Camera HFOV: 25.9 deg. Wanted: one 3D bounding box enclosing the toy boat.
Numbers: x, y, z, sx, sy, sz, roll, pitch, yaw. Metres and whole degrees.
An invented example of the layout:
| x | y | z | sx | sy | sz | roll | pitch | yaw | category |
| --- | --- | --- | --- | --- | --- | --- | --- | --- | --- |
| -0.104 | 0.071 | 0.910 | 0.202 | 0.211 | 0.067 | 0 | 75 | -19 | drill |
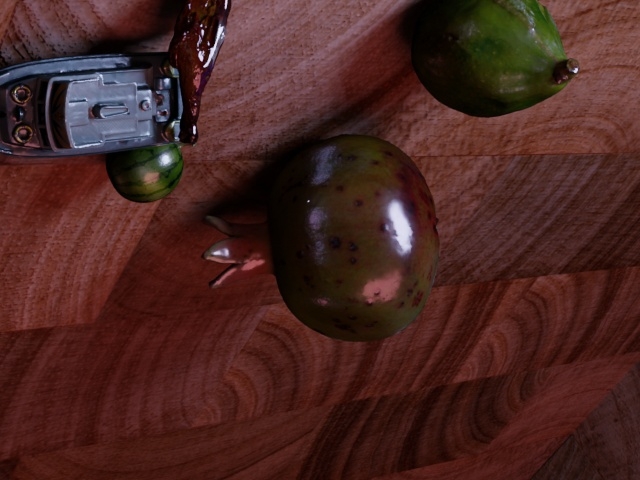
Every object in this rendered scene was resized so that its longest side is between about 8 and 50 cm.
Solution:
| x | y | z | sx | sy | sz | roll | pitch | yaw | category |
| --- | --- | --- | --- | --- | --- | --- | --- | --- | --- |
| -0.276 | -0.152 | 1.575 | 0.296 | 0.122 | 0.114 | -10 | 107 | -37 | toy boat |

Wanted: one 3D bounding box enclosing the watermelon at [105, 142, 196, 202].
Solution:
| x | y | z | sx | sy | sz | roll | pitch | yaw | category |
| --- | --- | --- | --- | --- | --- | --- | --- | --- | --- |
| -0.217 | -0.098 | 1.745 | 0.109 | 0.109 | 0.109 | -24 | 149 | -15 | watermelon |

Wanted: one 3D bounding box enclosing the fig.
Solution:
| x | y | z | sx | sy | sz | roll | pitch | yaw | category |
| --- | --- | --- | --- | --- | --- | --- | --- | --- | --- |
| 0.236 | -0.239 | 1.830 | 0.195 | 0.245 | 0.195 | -22 | 132 | -27 | fig |

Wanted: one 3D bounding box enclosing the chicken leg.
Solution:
| x | y | z | sx | sy | sz | roll | pitch | yaw | category |
| --- | --- | --- | --- | --- | --- | --- | --- | --- | --- |
| -0.138 | -0.217 | 1.603 | 0.093 | 0.053 | 0.205 | 35 | 75 | -74 | chicken leg |

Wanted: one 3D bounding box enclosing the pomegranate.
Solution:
| x | y | z | sx | sy | sz | roll | pitch | yaw | category |
| --- | --- | --- | --- | --- | --- | --- | --- | --- | --- |
| 0.015 | 0.015 | 1.961 | 0.323 | 0.291 | 0.291 | -26 | 152 | 12 | pomegranate |
